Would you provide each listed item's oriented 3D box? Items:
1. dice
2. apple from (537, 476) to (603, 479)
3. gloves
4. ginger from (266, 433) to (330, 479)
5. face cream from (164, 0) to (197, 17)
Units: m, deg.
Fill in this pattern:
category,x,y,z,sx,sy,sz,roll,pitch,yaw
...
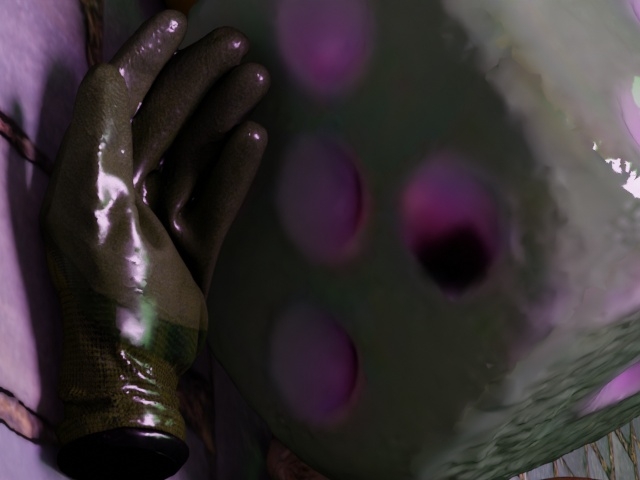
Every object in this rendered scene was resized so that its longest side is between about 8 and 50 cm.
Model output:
category,x,y,z,sx,sy,sz,roll,pitch,yaw
dice,0.107,-0.050,1.181,0.322,0.318,0.330,-10,62,-45
apple,0.183,0.308,1.446,0.234,0.257,0.257,-7,84,-59
gloves,-0.099,0.000,1.048,0.135,0.107,0.268,36,60,-53
ginger,0.014,0.172,1.292,0.149,0.065,0.258,46,3,36
face cream,-0.099,-0.290,1.255,0.105,0.105,0.349,-68,141,-62
